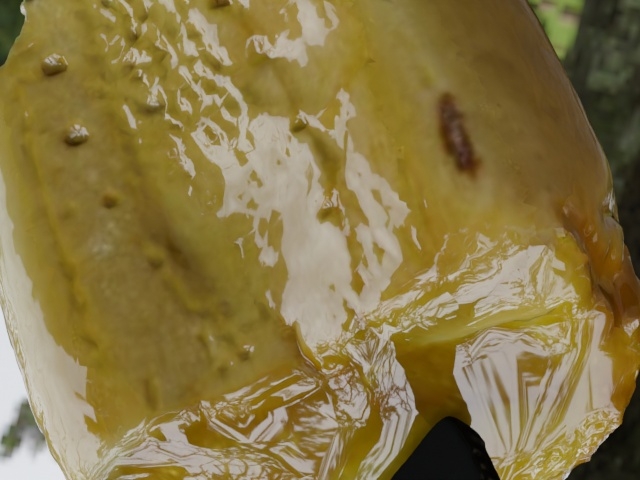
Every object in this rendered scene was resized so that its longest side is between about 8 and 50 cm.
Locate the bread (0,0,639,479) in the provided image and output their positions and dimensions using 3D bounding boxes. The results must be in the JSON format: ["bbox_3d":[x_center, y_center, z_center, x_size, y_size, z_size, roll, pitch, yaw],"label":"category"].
[{"bbox_3d":[0.000,0.000,1.093,0.250,0.361,0.394,23,-143,-55],"label":"bread"}]

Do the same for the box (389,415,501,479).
[{"bbox_3d":[0.046,0.159,0.912,0.027,0.125,0.126,33,-167,-20],"label":"box"}]
